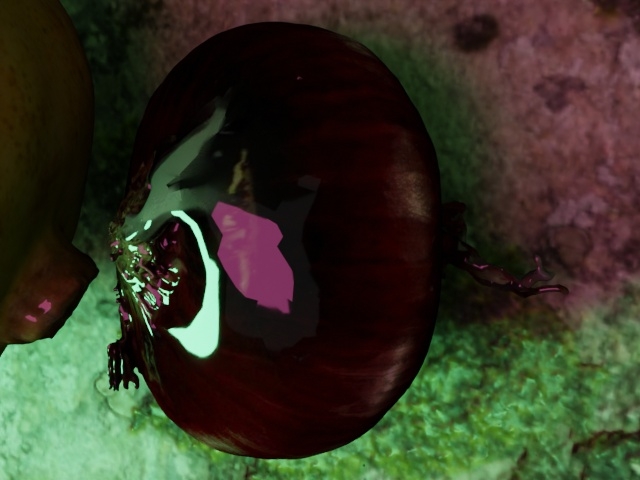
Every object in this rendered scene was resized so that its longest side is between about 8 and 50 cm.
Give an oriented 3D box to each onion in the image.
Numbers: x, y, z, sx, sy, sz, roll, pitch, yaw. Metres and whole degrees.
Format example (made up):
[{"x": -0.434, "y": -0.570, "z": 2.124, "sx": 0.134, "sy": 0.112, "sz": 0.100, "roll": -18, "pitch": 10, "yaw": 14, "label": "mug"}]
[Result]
[{"x": 0.000, "y": 0.000, "z": 1.078, "sx": 0.273, "sy": 0.285, "sz": 0.273, "roll": 180, "pitch": 90, "yaw": -67, "label": "onion"}]

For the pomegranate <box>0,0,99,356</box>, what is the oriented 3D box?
[{"x": -0.328, "y": -0.039, "z": 1.133, "sx": 0.416, "sy": 0.416, "sz": 0.417, "roll": 7, "pitch": 105, "yaw": 29, "label": "pomegranate"}]
